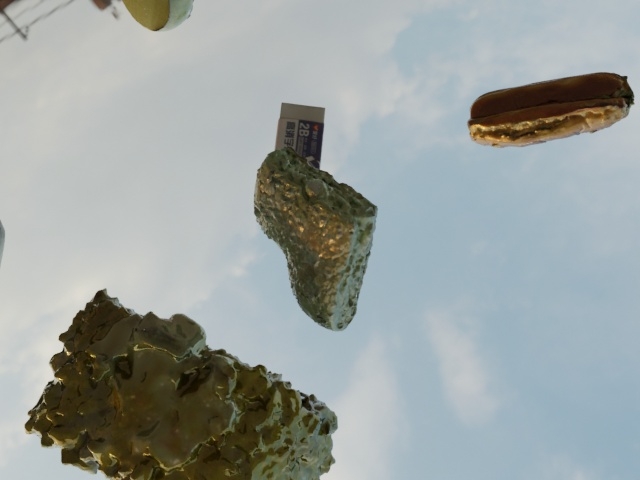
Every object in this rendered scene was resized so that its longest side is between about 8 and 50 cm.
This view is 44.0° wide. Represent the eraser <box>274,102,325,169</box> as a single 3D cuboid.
[{"bbox_3d":[-0.056,-0.252,2.057,0.124,0.068,0.210,6,-115,-1],"label":"eraser"}]

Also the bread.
[{"bbox_3d":[0.000,0.000,0.915,0.172,0.232,0.064,-15,-171,46],"label":"bread"}]

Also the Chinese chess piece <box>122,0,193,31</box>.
[{"bbox_3d":[-0.358,-0.546,1.706,0.188,0.188,0.083,13,-139,41],"label":"Chinese chess piece"}]

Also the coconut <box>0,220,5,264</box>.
[{"bbox_3d":[-0.641,0.021,1.284,0.266,0.237,0.237,-25,-139,1],"label":"coconut"}]

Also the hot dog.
[{"bbox_3d":[0.360,-0.203,1.262,0.269,0.072,0.115,-2,-136,36],"label":"hot dog"}]

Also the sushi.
[{"bbox_3d":[-0.175,0.245,1.056,0.396,0.351,0.240,22,-104,22],"label":"sushi"}]
